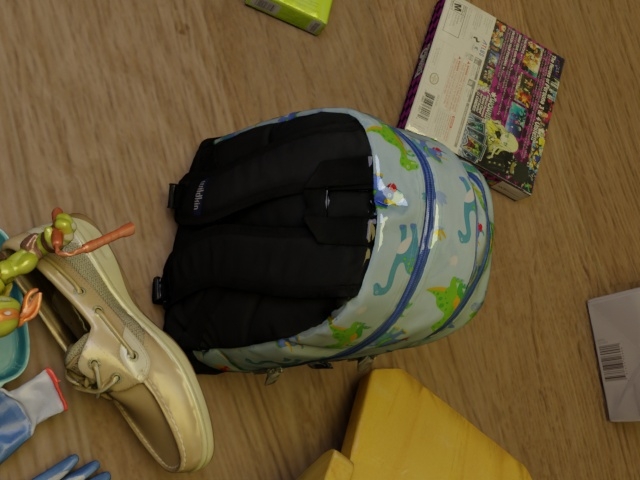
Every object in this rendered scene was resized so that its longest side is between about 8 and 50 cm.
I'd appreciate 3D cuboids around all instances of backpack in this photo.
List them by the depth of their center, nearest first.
[{"bbox_3d":[0.000,0.000,0.836,0.273,0.355,0.290,14,72,-20],"label":"backpack"}]

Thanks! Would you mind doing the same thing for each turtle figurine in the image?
[{"bbox_3d":[-0.327,0.012,0.771,0.269,0.087,0.217,-35,69,-18],"label":"turtle figurine"}]

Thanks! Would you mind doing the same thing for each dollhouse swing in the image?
[{"bbox_3d":[0.072,0.383,0.940,0.346,0.305,0.315,38,108,-11],"label":"dollhouse swing"}]

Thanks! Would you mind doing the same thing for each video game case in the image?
[{"bbox_3d":[0.228,-0.201,1.151,0.210,0.042,0.232,24,70,-16],"label":"video game case"}]

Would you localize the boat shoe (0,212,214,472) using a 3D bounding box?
[{"bbox_3d":[-0.219,0.116,0.839,0.098,0.109,0.302,-27,84,-48],"label":"boat shoe"}]

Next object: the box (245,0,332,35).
[{"bbox_3d":[-0.025,-0.373,1.084,0.109,0.042,0.178,20,71,-18],"label":"box"}]

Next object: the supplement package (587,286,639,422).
[{"bbox_3d":[0.552,0.144,1.133,0.292,0.175,0.178,-2,77,-23],"label":"supplement package"}]

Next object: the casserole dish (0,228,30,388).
[{"bbox_3d":[-0.364,0.070,0.841,0.114,0.037,0.189,-9,82,-25],"label":"casserole dish"}]

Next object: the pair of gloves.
[{"bbox_3d":[-0.303,0.233,0.817,0.159,0.023,0.198,-28,101,-22],"label":"pair of gloves"}]
